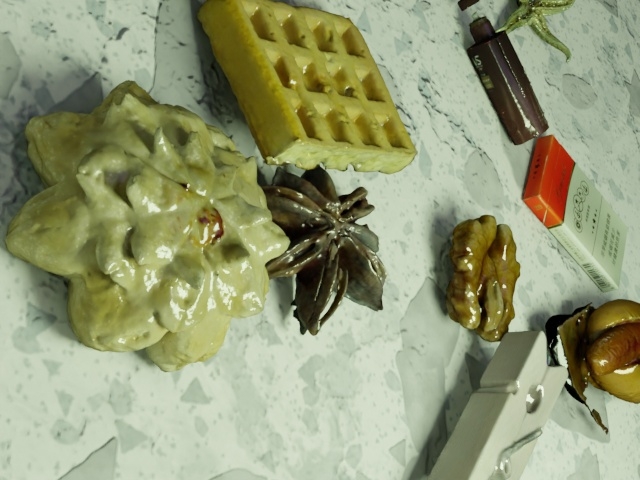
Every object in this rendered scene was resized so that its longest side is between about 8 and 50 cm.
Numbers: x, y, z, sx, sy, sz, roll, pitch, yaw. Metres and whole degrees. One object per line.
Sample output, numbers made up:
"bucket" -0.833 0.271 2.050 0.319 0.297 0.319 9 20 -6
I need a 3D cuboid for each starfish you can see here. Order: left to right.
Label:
"starfish" 0.343 -0.384 1.870 0.217 0.050 0.223 -35 91 -42

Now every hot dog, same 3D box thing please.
"hot dog" 0.468 0.177 1.720 0.326 0.107 0.194 -10 83 -56

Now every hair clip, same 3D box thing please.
"hair clip" 0.211 0.253 1.428 0.101 0.085 0.331 54 48 -24

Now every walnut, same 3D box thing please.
"walnut" 0.214 0.049 1.544 0.143 0.069 0.170 32 59 -40

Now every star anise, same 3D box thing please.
"star anise" 0.000 0.000 1.318 0.229 0.093 0.236 52 40 -13

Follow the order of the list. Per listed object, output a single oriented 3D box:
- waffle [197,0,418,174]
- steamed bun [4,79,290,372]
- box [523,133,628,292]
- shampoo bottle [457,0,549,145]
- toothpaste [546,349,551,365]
"waffle" -0.009 -0.185 1.356 0.247 0.055 0.221 -1 60 -49
"steamed bun" -0.155 -0.026 1.107 0.292 0.137 0.296 4 75 -39
"box" 0.412 -0.041 1.825 0.245 0.035 0.139 42 49 -29
"shampoo bottle" 0.272 -0.261 1.728 0.067 0.068 0.236 -38 104 -46
"toothpaste" 0.273 0.222 1.568 0.047 0.040 0.196 49 46 -21
